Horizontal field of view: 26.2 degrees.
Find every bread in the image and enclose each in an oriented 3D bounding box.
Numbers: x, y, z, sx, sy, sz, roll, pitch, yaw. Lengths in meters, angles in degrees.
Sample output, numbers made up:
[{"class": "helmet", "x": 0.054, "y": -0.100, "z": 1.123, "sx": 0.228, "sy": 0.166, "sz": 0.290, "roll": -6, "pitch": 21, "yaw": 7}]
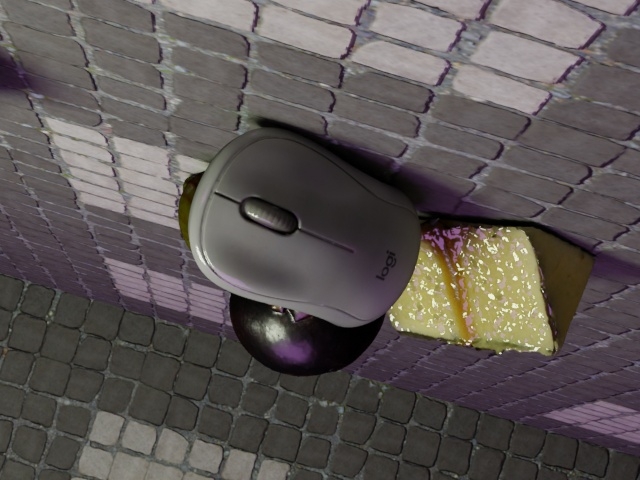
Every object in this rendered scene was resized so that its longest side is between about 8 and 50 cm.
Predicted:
[{"class": "bread", "x": 0.187, "y": 0.044, "z": 1.636, "sx": 0.142, "sy": 0.178, "sz": 0.266, "roll": -16, "pitch": -165, "yaw": -40}]

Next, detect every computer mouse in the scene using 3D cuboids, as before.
[{"class": "computer mouse", "x": 0.000, "y": 0.000, "z": 1.468, "sx": 0.297, "sy": 0.184, "sz": 0.121, "roll": 29, "pitch": 180, "yaw": -43}]

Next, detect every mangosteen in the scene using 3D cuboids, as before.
[{"class": "mangosteen", "x": -0.027, "y": 0.056, "z": 1.793, "sx": 0.211, "sy": 0.211, "sz": 0.250, "roll": 8, "pitch": 139, "yaw": 34}]

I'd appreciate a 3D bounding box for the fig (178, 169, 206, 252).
[{"class": "fig", "x": -0.130, "y": -0.048, "z": 1.683, "sx": 0.124, "sy": 0.124, "sz": 0.236, "roll": 23, "pitch": -170, "yaw": -30}]
